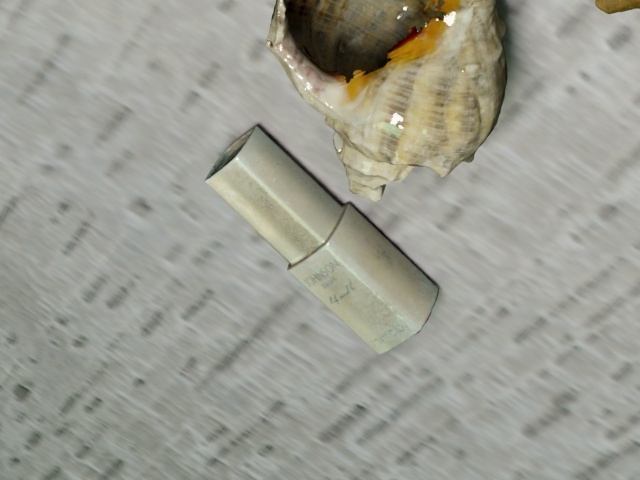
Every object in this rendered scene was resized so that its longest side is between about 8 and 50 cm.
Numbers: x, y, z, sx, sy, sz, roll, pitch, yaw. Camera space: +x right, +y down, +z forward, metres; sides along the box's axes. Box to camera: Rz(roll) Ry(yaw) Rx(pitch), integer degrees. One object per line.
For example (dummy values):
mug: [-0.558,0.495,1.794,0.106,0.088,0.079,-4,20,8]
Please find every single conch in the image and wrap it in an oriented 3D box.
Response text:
conch: [0.066,-0.180,1.286,0.210,0.159,0.291,19,94,-3]

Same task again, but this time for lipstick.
lipstick: [0.000,0.000,1.512,0.253,0.077,0.079,42,132,-14]

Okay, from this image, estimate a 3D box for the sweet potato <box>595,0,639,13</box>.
sweet potato: [0.331,-0.221,1.190,0.243,0.077,0.077,-7,125,39]
